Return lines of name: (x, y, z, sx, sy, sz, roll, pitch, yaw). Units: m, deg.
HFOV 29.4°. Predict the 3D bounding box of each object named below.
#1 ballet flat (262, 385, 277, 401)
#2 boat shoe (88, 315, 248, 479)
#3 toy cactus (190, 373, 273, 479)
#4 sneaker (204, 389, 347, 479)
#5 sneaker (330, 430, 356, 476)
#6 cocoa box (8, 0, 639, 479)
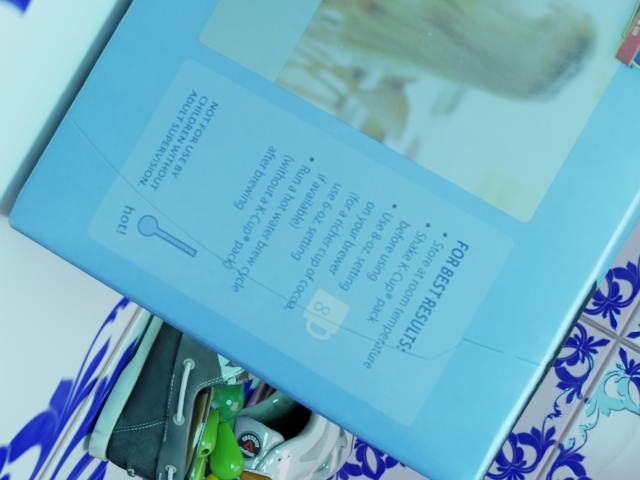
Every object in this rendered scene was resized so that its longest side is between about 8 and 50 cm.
ballet flat: (-0.017, 0.159, 1.481, 0.086, 0.086, 0.248, -50, 166, -49)
boat shoe: (-0.075, 0.064, 0.834, 0.233, 0.079, 0.084, -63, 169, 11)
toy cactus: (-0.066, 0.120, 1.040, 0.180, 0.112, 0.219, -64, 170, -54)
sneaker: (-0.093, 0.266, 1.327, 0.330, 0.122, 0.146, -51, 149, -35)
sneaker: (0.020, 0.203, 1.647, 0.127, 0.126, 0.321, -45, 162, -40)
cocoa box: (0.061, -0.089, 0.589, 0.347, 0.231, 0.228, -60, 171, -1)
